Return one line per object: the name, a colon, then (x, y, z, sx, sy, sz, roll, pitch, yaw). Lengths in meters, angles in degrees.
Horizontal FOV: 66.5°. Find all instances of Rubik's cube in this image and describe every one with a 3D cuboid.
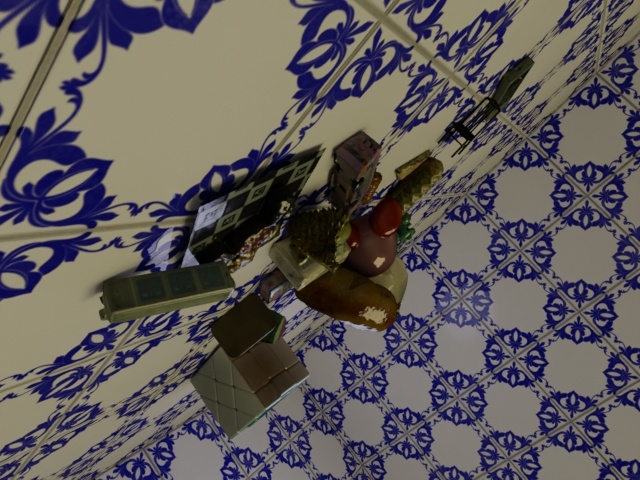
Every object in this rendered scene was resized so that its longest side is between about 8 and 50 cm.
Rubik's cube: (-0.303, 0.591, 2.101, 0.316, 0.319, 0.322, -22, 158, -52)

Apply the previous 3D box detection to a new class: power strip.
power strip: (-0.296, 0.099, 0.970, 0.272, 0.078, 0.052, -10, 150, -28)

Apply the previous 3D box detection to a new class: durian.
durian: (0.000, 0.000, 1.266, 0.172, 0.167, 0.306, -7, -166, 2)

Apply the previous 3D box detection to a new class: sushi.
sushi: (-0.146, -0.020, 1.099, 0.343, 0.064, 0.359, -32, 166, -38)

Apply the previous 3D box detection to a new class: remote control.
remote control: (0.654, -0.520, 1.713, 0.123, 0.038, 0.285, -38, 166, -8)

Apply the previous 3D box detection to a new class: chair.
chair: (0.507, -0.388, 1.655, 0.212, 0.084, 0.101, -49, 167, 33)

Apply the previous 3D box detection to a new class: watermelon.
watermelon: (-0.211, 0.322, 1.884, 0.256, 0.192, 0.140, 42, 67, -72)

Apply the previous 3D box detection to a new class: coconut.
coconut: (0.170, 0.157, 1.898, 0.346, 0.360, 0.346, -38, 168, -10)

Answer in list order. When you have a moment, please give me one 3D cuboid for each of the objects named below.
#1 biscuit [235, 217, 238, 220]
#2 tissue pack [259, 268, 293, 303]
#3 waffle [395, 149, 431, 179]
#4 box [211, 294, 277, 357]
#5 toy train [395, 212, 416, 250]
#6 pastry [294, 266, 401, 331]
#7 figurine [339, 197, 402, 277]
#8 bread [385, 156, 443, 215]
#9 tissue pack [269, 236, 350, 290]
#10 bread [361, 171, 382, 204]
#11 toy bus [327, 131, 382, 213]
biscuit: (-0.206, -0.035, 1.047, 0.089, 0.016, 0.046, -45, 168, 20)
tissue pack: (-0.132, 0.137, 1.666, 0.155, 0.065, 0.115, -32, 161, -25)
waffle: (0.319, -0.266, 1.664, 0.152, 0.023, 0.097, -39, 167, 3)
box: (-0.257, 0.295, 1.676, 0.201, 0.144, 0.090, -39, 169, -8)
toy train: (0.284, -0.015, 2.101, 0.202, 0.145, 0.266, -22, 158, -43)
pastry: (0.083, 0.184, 1.590, 0.356, 0.356, 0.164, 50, 61, -76)
figurine: (0.149, 0.018, 1.632, 0.269, 0.211, 0.261, -18, 167, -5)
bread: (0.340, -0.195, 1.771, 0.269, 0.087, 0.098, -47, -162, 35)
tissue pack: (-0.032, 0.038, 1.447, 0.196, 0.148, 0.092, -29, 159, -33)
bread: (0.151, -0.161, 1.515, 0.052, 0.044, 0.157, -37, 166, -26)
toy bus: (0.085, -0.161, 1.259, 0.112, 0.090, 0.274, -45, 169, -16)
